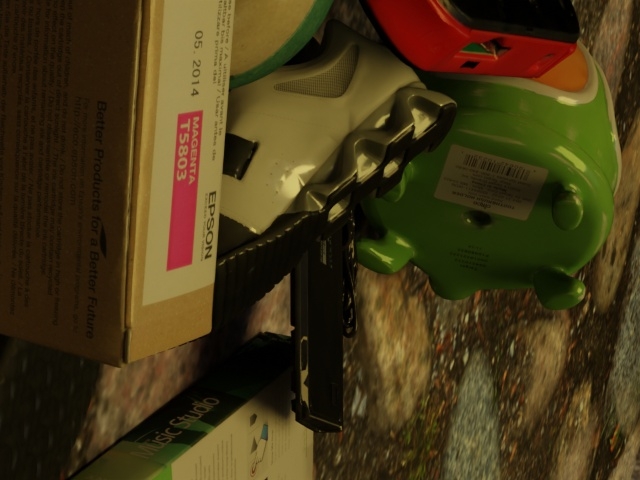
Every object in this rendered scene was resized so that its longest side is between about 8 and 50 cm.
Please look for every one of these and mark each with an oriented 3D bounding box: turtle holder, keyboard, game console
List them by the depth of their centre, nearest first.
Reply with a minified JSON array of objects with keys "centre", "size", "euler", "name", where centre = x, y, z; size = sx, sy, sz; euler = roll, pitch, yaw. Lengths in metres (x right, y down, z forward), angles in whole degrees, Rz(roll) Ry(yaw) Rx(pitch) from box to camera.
[{"centre":[0.070,-0.288,1.345],"size":[0.342,0.060,0.386],"euler":[64,22,7],"name":"game console"},{"centre":[0.000,0.000,1.440],"size":[0.201,0.033,0.317],"euler":[38,51,-71],"name":"keyboard"},{"centre":[0.170,-0.068,1.619],"size":[0.320,0.243,0.227],"euler":[56,40,-48],"name":"turtle holder"}]

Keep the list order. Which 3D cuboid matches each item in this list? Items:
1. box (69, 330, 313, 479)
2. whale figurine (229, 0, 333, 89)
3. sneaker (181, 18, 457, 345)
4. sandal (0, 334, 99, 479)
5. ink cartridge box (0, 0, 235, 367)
[{"centre":[-0.096,0.235,1.380],"size":[0.322,0.058,0.232],"euler":[-36,132,-60],"name":"box"},{"centre":[-0.080,-0.218,1.035],"size":[0.141,0.216,0.272],"euler":[19,56,-69],"name":"whale figurine"},{"centre":[-0.063,-0.044,1.284],"size":[0.330,0.146,0.122],"euler":[-39,165,-26],"name":"sneaker"},{"centre":[-0.241,0.162,0.982],"size":[0.445,0.107,0.167],"euler":[-67,156,-57],"name":"sandal"},{"centre":[-0.149,-0.069,0.941],"size":[0.088,0.193,0.234],"euler":[-16,115,-58],"name":"ink cartridge box"}]
